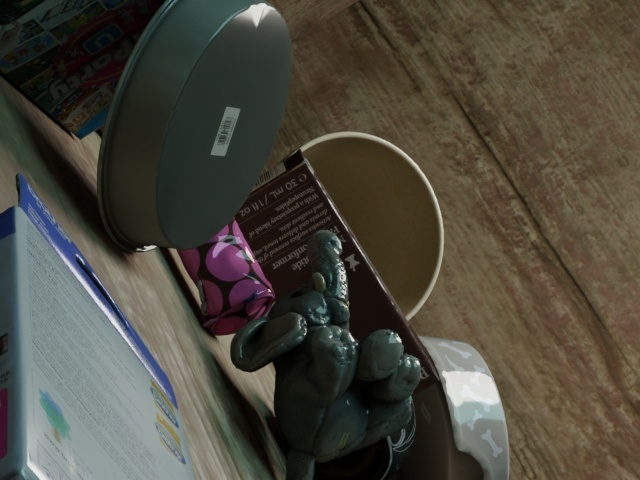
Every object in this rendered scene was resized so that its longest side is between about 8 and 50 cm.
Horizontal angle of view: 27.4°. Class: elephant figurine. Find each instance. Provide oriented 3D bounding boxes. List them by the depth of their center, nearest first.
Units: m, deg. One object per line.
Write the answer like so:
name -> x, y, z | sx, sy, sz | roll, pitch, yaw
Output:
elephant figurine -> -0.010, 0.121, 1.427 | 0.239, 0.186, 0.169 | 40, -42, 49

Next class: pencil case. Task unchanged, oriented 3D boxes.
pencil case -> -0.135, 0.005, 1.505 | 0.209, 0.098, 0.095 | 59, -37, 20

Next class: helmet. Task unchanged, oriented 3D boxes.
helmet -> 0.033, 0.205, 1.543 | 0.169, 0.169, 0.161 | 58, 19, -11

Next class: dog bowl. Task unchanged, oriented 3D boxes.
dog bowl -> 0.195, 0.317, 2.108 | 0.349, 0.102, 0.348 | 175, -90, -72

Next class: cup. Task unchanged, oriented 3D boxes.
cup -> 0.000, 0.000, 2.162 | 0.331, 0.331, 0.237 | 58, -26, -12

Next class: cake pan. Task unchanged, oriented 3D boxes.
cake pan -> -0.112, -0.116, 1.275 | 0.054, 0.293, 0.293 | 22, -10, 19

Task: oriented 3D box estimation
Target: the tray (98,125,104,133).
tray -> -0.253, -0.190, 1.618 | 0.202, 0.076, 0.411 | 61, 4, 36

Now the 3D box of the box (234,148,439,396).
box -> -0.007, 0.081, 1.911 | 0.381, 0.191, 0.143 | 57, 3, -13

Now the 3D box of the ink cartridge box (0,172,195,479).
ink cartridge box -> -0.130, 0.103, 0.699 | 0.185, 0.065, 0.311 | 57, 5, -29

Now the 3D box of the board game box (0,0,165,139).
board game box -> -0.214, -0.240, 1.240 | 0.097, 0.224, 0.303 | 57, 2, 19
